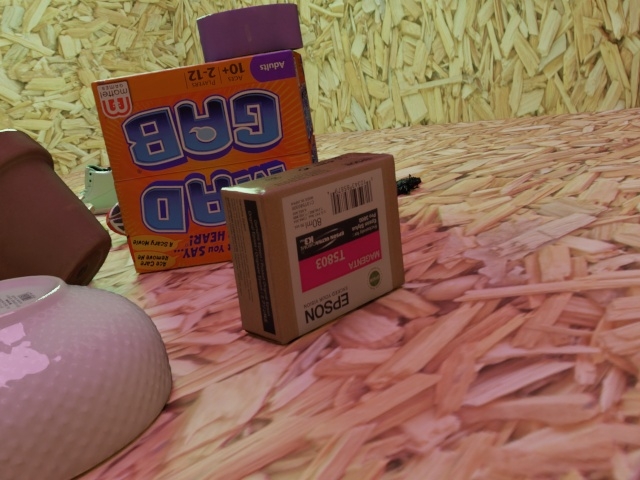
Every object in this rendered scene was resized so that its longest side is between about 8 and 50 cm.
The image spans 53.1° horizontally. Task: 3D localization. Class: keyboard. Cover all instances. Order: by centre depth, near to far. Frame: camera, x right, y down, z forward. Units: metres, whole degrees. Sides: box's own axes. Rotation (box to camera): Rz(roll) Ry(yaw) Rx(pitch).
[{"bbox_3d":[0.192,-0.140,1.570,0.100,0.038,0.192,0,18,31],"label":"keyboard"}]

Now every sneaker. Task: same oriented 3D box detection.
[{"bbox_3d":[-0.443,-0.058,1.582,0.119,0.107,0.279,-24,5,22],"label":"sneaker"},{"bbox_3d":[-0.712,-0.152,1.942,0.256,0.150,0.094,-9,16,7],"label":"sneaker"}]

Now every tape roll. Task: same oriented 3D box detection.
[{"bbox_3d":[-0.130,-0.384,1.193,0.189,0.080,0.189,-9,16,2],"label":"tape roll"}]

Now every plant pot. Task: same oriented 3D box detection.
[{"bbox_3d":[-0.479,-0.014,1.055,0.229,0.263,0.263,34,20,0],"label":"plant pot"}]

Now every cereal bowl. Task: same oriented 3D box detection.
[{"bbox_3d":[-0.334,0.128,0.666,0.339,0.141,0.339,-10,14,2],"label":"cereal bowl"}]

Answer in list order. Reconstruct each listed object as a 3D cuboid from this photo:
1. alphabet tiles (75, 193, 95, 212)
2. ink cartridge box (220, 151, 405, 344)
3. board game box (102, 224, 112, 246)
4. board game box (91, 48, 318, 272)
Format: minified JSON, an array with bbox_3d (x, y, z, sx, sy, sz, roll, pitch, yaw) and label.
[{"bbox_3d":[-0.683,-0.034,1.505,0.284,0.021,0.278,-7,29,10],"label":"alphabet tiles"},{"bbox_3d":[0.000,0.000,0.838,0.235,0.193,0.088,-22,21,-39],"label":"ink cartridge box"},{"bbox_3d":[-0.558,-0.009,1.513,0.092,0.043,0.181,-16,16,-25],"label":"board game box"},{"bbox_3d":[-0.192,-0.175,1.301,0.357,0.356,0.356,-8,15,3],"label":"board game box"}]
